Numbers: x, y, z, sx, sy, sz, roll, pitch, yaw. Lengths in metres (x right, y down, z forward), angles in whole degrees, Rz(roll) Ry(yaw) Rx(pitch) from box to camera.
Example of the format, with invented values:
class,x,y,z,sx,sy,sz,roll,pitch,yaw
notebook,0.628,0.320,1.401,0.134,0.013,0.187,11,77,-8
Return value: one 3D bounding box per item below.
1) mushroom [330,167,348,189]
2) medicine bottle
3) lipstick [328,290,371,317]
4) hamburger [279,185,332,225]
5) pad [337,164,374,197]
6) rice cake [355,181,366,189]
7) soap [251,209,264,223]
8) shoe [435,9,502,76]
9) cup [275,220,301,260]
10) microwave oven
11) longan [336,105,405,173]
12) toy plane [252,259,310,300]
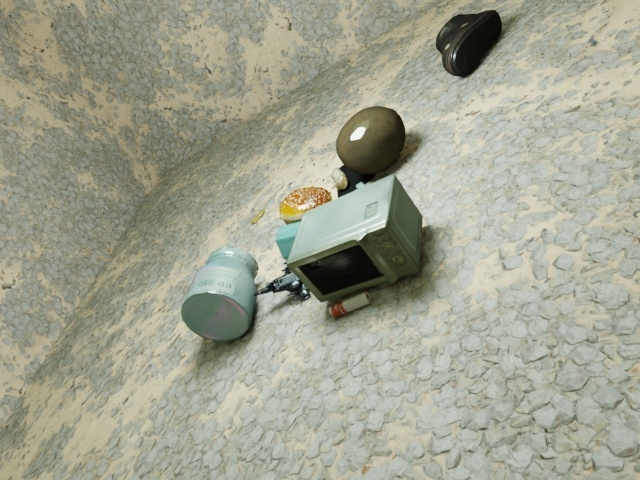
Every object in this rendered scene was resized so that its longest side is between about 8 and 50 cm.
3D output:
class,x,y,z,sx,sy,sz,roll,pitch,yaw
mushroom,0.075,-0.269,2.226,0.059,0.054,0.202,-37,24,9
medicine bottle,-0.345,0.182,1.901,0.245,0.245,0.290,-27,29,23
lipstick,0.088,0.193,1.578,0.130,0.038,0.038,-26,31,23
hamburger,-0.059,-0.128,2.068,0.237,0.147,0.237,-23,18,8
pad,0.142,-0.282,2.218,0.181,0.004,0.267,-29,31,19
rice cake,0.181,-0.182,2.003,0.042,0.030,0.180,-37,30,2
soap,-0.295,-0.111,2.483,0.089,0.012,0.034,-50,30,-18
shoe,0.607,-0.862,2.307,0.237,0.171,0.384,13,57,48
cup,-0.031,-0.023,1.929,0.235,0.148,0.134,-23,6,26
microwave oven,0.118,0.006,1.622,0.355,0.218,0.286,-22,32,30
longan,0.194,-0.389,2.063,0.300,0.243,0.300,-30,11,6
toy plane,-0.124,0.141,1.799,0.246,0.078,0.169,-19,71,5
